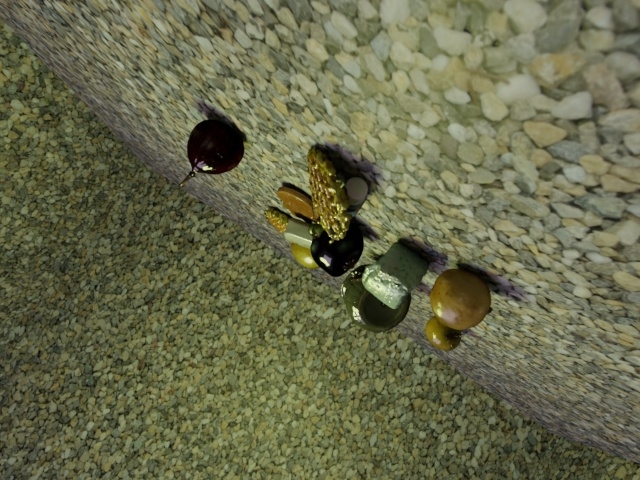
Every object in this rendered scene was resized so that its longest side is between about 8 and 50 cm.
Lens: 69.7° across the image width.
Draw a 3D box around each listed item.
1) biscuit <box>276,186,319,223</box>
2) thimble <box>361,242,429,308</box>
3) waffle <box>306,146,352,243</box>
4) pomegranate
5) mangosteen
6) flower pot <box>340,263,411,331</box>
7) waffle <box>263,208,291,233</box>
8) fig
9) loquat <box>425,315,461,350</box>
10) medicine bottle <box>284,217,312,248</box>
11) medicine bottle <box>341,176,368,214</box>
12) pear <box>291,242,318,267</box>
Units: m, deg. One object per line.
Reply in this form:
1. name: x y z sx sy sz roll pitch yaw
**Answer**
1. biscuit: -0.082 -0.143 1.898 0.202 0.044 0.289 27 170 13
2. thimble: 0.257 0.117 1.591 0.172 0.205 0.250 38 -173 12
3. waffle: 0.019 -0.131 1.336 0.280 0.060 0.262 114 137 -72
4. pomegranate: 0.440 0.185 1.418 0.196 0.196 0.196 33 169 7
5. mangosteen: 0.054 0.008 1.744 0.242 0.243 0.243 33 169 7
6. flower pot: 0.238 0.224 1.943 0.301 0.302 0.213 37 -178 -15
7. waffle: -0.171 -0.071 2.425 0.329 0.062 0.329 35 168 8
8. fig: -0.398 -0.302 1.624 0.203 0.250 0.186 29 157 22
9. loquat: 0.569 0.429 2.152 0.172 0.149 0.204 34 -179 -17
10. medicine bottle: 0.000 0.000 1.977 0.296 0.111 0.161 19 174 16
11. medicine bottle: 0.091 -0.127 1.358 0.083 0.083 0.203 34 168 3
12. pear: -0.035 0.039 2.159 0.200 0.200 0.200 33 169 7
